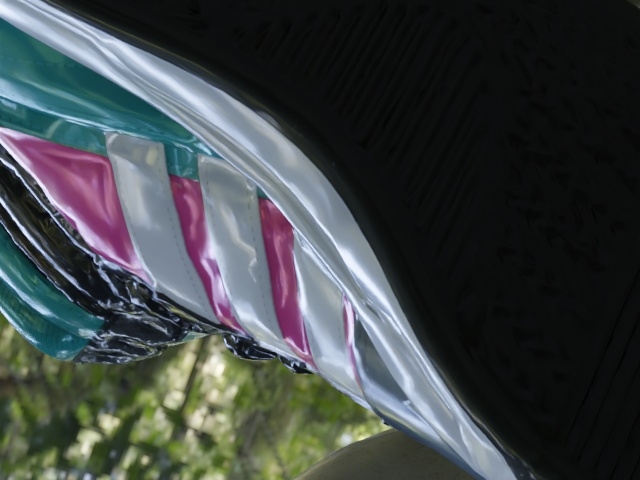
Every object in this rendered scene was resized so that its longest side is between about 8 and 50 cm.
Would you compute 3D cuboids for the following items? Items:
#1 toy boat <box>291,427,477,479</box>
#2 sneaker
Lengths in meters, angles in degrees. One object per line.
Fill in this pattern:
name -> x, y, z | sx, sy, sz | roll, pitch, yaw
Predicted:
toy boat -> -0.036, 0.173, 0.645 | 0.318, 0.268, 0.148 | 25, 171, -16
sneaker -> 0.000, 0.000, 0.435 | 0.295, 0.178, 0.124 | 41, -112, 6
